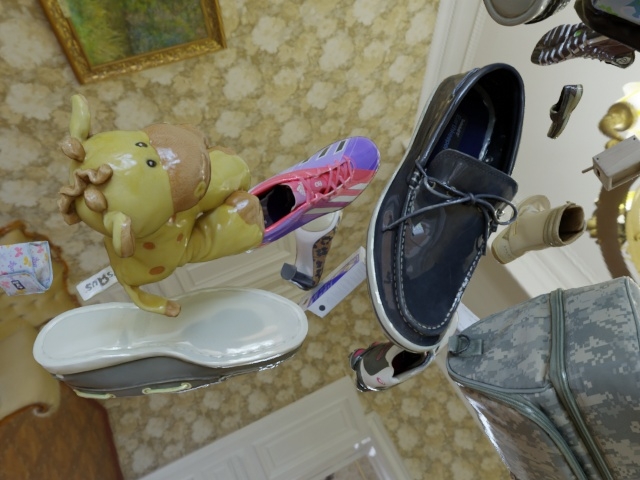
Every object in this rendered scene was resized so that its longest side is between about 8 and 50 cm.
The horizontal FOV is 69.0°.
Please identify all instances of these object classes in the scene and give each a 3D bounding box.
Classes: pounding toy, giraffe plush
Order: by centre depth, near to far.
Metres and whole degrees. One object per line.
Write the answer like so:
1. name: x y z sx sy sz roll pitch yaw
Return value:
1. giraffe plush: -0.155 -0.043 0.417 0.182 0.210 0.170 36 -21 8
2. pounding toy: 0.797 -0.208 1.267 0.141 0.130 0.100 26 38 -56

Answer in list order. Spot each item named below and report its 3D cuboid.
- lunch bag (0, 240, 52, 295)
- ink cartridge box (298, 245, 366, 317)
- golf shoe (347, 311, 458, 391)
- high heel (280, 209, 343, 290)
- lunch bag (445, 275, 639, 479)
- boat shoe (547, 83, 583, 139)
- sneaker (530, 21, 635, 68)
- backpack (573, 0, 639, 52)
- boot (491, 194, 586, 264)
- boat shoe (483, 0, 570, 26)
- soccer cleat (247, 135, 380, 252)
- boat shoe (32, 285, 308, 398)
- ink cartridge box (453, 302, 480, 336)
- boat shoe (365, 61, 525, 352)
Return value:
1. lunch bag: -0.477 0.046 0.749 0.053 0.071 0.083 -25 109 -79
2. ink cartridge box: 0.032 0.108 1.095 0.045 0.208 0.206 49 9 -3
3. golf shoe: 0.185 0.200 0.872 0.120 0.273 0.105 -19 -82 60
4. high heel: 0.000 0.000 1.158 0.093 0.261 0.186 29 -5 21
5. lunch bag: 0.347 0.232 0.652 0.256 0.212 0.305 -19 -65 37
6. boat shoe: 0.594 -0.321 1.156 0.152 0.049 0.056 96 7 -46
7. sneaker: 0.657 -0.455 1.131 0.106 0.163 0.281 -66 -163 2
8. backpack: 0.536 -0.411 0.600 0.290 0.273 0.355 34 -37 16
9. boot: 0.567 -0.053 1.163 0.095 0.262 0.203 52 -30 -4
10. boat shoe: 0.210 -0.389 0.490 0.114 0.091 0.302 19 -53 52
11. soccer cleat: -0.018 -0.083 0.758 0.108 0.319 0.116 59 -17 -1
12. boat shoe: -0.165 0.126 0.554 0.109 0.306 0.091 -95 -179 -47
13. ink cartridge box: 0.349 0.237 1.249 0.296 0.066 0.261 46 -14 30
14. boat shoe: 0.206 -0.071 0.734 0.187 0.499 0.156 26 -17 -17
